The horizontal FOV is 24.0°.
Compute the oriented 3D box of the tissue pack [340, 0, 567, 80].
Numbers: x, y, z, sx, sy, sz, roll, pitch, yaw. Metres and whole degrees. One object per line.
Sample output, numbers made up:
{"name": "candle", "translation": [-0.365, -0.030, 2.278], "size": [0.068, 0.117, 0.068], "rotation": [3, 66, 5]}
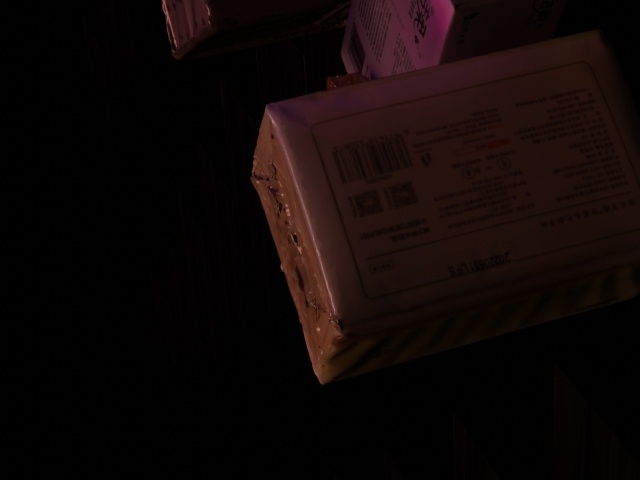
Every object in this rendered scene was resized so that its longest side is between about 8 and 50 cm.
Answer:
{"name": "tissue pack", "translation": [0.092, -0.156, 1.099], "size": [0.246, 0.092, 0.149], "rotation": [105, 150, -61]}

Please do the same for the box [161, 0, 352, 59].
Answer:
{"name": "box", "translation": [-0.065, -0.334, 1.344], "size": [0.225, 0.190, 0.297], "rotation": [178, 80, -77]}

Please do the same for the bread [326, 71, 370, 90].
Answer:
{"name": "bread", "translation": [0.038, -0.069, 1.130], "size": [0.094, 0.035, 0.090], "rotation": [-127, 26, -54]}

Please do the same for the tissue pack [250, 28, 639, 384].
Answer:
{"name": "tissue pack", "translation": [0.087, -0.023, 0.958], "size": [0.125, 0.234, 0.159], "rotation": [106, 147, -67]}
